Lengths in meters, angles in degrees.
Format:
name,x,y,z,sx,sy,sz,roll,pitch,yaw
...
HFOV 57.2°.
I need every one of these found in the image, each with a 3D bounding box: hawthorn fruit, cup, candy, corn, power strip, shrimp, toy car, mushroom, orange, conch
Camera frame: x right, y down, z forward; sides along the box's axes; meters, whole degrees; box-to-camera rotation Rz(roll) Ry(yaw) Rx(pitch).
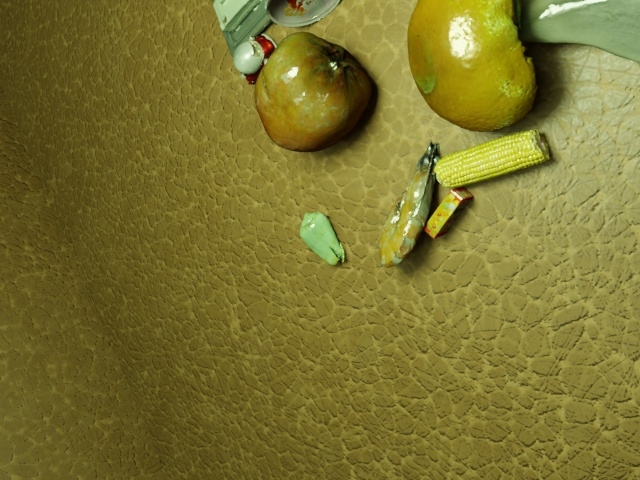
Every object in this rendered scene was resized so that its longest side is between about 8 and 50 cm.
name,x,y,z,sx,sy,sz,roll,pitch,yaw
hawthorn fruit,-0.033,-0.343,1.447,0.268,0.267,0.301,60,138,14
cup,-0.081,-0.716,1.473,0.203,0.203,0.289,-26,75,41
candy,0.293,-0.064,1.349,0.038,0.062,0.122,45,124,22
corn,0.359,-0.171,1.258,0.248,0.081,0.081,-15,89,41
power strip,-0.241,-0.693,1.661,0.251,0.092,0.257,-26,81,41
shrimp,0.208,-0.086,1.404,0.164,0.062,0.317,33,104,66
toy car,-0.193,-0.505,1.646,0.139,0.112,0.112,-46,69,36
mushroom,0.490,-0.404,1.075,0.328,0.122,0.159,15,99,39
orange,0.289,-0.377,1.162,0.262,0.196,0.335,5,109,59
conch,0.000,0.000,1.611,0.170,0.079,0.106,58,144,7
